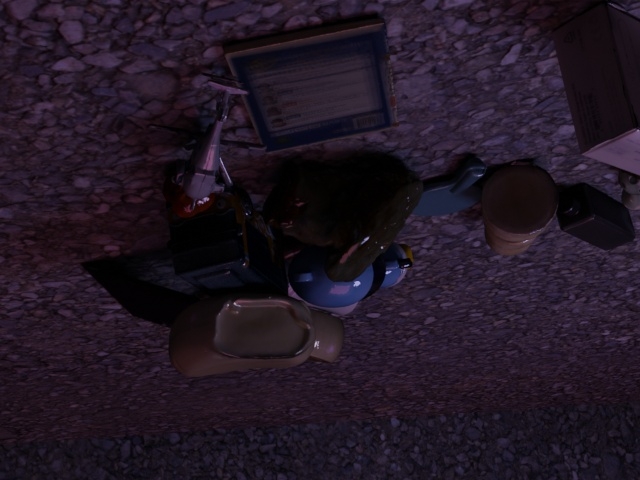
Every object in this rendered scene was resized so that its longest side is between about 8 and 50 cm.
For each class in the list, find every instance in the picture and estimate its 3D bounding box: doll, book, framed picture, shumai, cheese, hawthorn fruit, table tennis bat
[{"bbox_3d":[0.054,0.051,2.097,0.177,0.141,0.314,-3,-175,38],"label":"doll"},{"bbox_3d":[-0.004,-0.223,1.615,0.228,0.018,0.322,-11,158,3],"label":"book"},{"bbox_3d":[-0.324,0.138,2.241,0.255,0.014,0.339,16,162,15],"label":"framed picture"},{"bbox_3d":[0.042,-0.066,1.907,0.222,0.203,0.272,-57,163,26],"label":"shumai"},{"bbox_3d":[-0.141,0.174,1.980,0.266,0.127,0.233,0,163,-21],"label":"cheese"},{"bbox_3d":[-0.220,-0.079,1.801,0.093,0.093,0.093,-8,158,-3],"label":"hawthorn fruit"},{"bbox_3d":[0.243,-0.094,2.016,0.149,0.038,0.237,-1,161,-16],"label":"table tennis bat"}]

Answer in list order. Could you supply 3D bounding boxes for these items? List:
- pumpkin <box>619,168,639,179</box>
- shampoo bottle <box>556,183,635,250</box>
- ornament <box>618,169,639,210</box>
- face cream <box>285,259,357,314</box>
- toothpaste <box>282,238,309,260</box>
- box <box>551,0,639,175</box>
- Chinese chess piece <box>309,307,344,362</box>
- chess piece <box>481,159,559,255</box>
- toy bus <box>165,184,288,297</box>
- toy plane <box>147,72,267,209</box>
[{"bbox_3d":[0.559,-0.155,1.844,0.130,0.149,0.254,-2,159,-39],"label":"pumpkin"},{"bbox_3d":[0.544,-0.048,2.186,0.079,0.080,0.246,-26,153,32],"label":"shampoo bottle"},{"bbox_3d":[0.598,-0.114,2.059,0.075,0.081,0.156,-46,157,1],"label":"ornament"},{"bbox_3d":[-0.040,0.089,2.281,0.092,0.092,0.311,-23,154,31],"label":"face cream"},{"bbox_3d":[0.000,0.000,2.152,0.205,0.036,0.056,-18,158,7],"label":"toothpaste"},{"bbox_3d":[0.465,-0.208,1.589,0.251,0.203,0.106,11,151,-41],"label":"box"},{"bbox_3d":[-0.078,0.197,2.400,0.273,0.102,0.273,12,172,2],"label":"Chinese chess piece"},{"bbox_3d":[0.372,-0.042,2.076,0.142,0.143,0.261,-10,163,4],"label":"chess piece"},{"bbox_3d":[-0.162,0.018,1.950,0.138,0.167,0.275,-13,158,13],"label":"toy bus"},{"bbox_3d":[-0.157,-0.136,1.636,0.182,0.107,0.273,19,153,-28],"label":"toy plane"}]
